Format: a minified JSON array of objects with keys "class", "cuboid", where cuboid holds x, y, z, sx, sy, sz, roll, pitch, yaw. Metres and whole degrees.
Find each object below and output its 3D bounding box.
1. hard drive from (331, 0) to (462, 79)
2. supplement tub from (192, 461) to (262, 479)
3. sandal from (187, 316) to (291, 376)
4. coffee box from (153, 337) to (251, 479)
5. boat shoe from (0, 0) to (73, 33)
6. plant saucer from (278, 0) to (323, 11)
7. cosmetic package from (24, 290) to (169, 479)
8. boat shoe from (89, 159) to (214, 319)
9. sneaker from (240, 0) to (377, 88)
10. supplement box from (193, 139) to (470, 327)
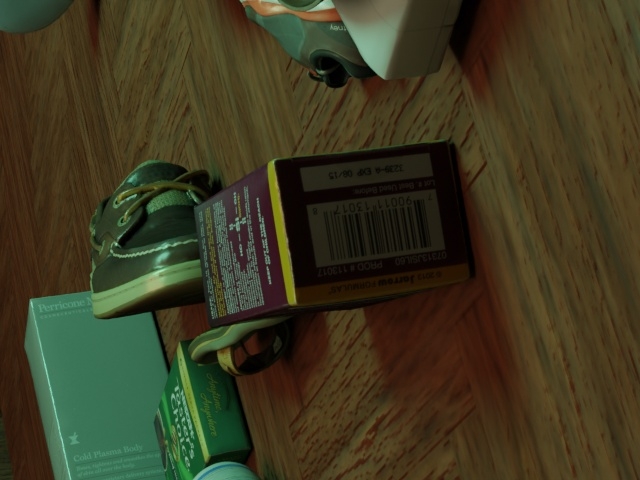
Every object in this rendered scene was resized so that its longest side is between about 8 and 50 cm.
[{"class":"hard drive","cuboid":[0.039,-0.286,0.760,0.353,0.047,0.233,104,149,-47]},{"class":"supplement tub","cuboid":[-0.062,0.222,1.238,0.107,0.071,0.071,-149,54,-68]},{"class":"sandal","cuboid":[-0.048,0.073,1.167,0.049,0.072,0.180,59,155,1]},{"class":"coffee box","cuboid":[-0.109,0.172,1.401,0.184,0.040,0.113,116,142,-59]},{"class":"boat shoe","cuboid":[-0.304,-0.401,1.603,0.156,0.136,0.367,-122,33,-50]},{"class":"plant saucer","cuboid":[-0.007,-0.202,0.807,0.168,0.029,0.168,171,90,-68]},{"class":"cosmetic package","cuboid":[-0.212,0.170,1.575,0.107,0.127,0.238,111,144,-56]},{"class":"boat shoe","cuboid":[-0.138,-0.005,1.306,0.342,0.123,0.123,179,82,-77]},{"class":"sneaker","cuboid":[-0.006,-0.124,0.962,0.158,0.061,0.064,-153,51,-68]},{"class":"supplement box","cuboid":[0.000,0.000,0.918,0.188,0.104,0.080,159,103,-71]}]
